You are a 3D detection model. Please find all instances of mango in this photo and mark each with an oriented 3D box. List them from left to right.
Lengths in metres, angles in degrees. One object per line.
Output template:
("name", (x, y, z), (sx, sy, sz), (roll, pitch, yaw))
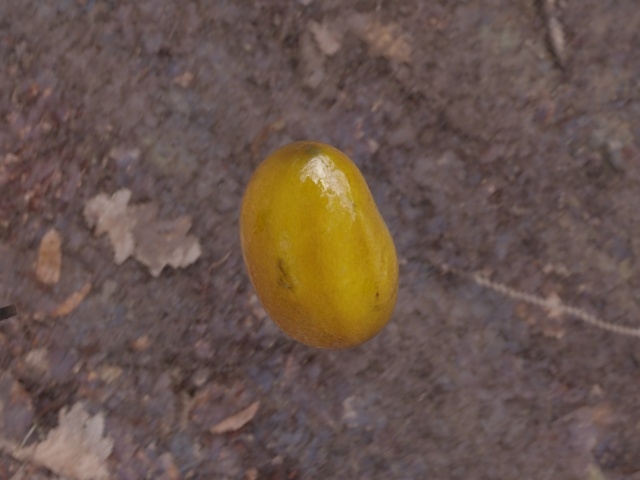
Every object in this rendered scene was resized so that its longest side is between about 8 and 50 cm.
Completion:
("mango", (0.000, 0.000, 1.174), (0.112, 0.219, 0.145), (-35, 57, -23))

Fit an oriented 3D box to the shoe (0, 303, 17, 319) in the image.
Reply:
("shoe", (-0.352, 0.063, 1.272), (0.179, 0.071, 0.049), (-11, 88, -25))
